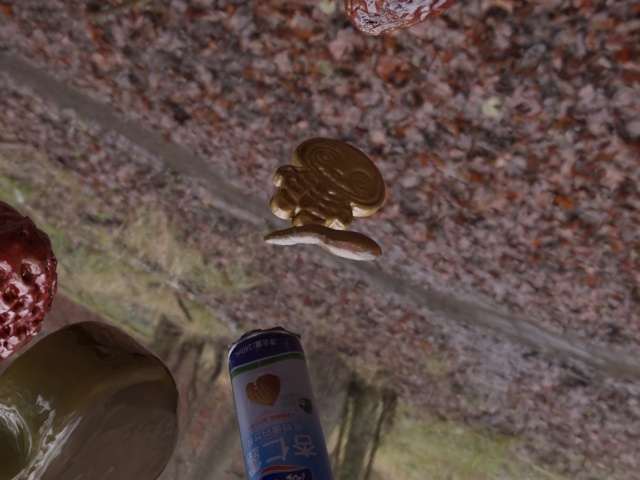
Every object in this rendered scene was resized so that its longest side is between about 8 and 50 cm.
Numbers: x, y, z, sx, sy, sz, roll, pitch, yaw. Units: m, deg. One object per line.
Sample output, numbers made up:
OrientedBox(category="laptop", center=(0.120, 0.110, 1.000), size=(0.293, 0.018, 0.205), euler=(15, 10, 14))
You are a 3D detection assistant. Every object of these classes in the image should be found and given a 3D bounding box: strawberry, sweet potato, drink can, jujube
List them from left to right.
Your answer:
OrientedBox(category="strawberry", center=(-0.542, 0.072, 1.295), size=(0.318, 0.295, 0.345), euler=(3, 173, -43))
OrientedBox(category="drink can", center=(-0.044, 0.218, 0.927), size=(0.097, 0.097, 0.235), euler=(43, -156, -46))
OrientedBox(category="sweet potato", center=(0.000, 0.000, 1.408), size=(0.214, 0.050, 0.050), euler=(10, 161, 16))
OrientedBox(category="jujube", center=(0.162, -0.490, 1.524), size=(0.197, 0.197, 0.290), euler=(34, 146, -21))

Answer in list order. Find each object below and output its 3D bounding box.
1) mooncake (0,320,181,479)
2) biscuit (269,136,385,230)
OrientedBox(category="mooncake", center=(-0.243, 0.195, 0.829), size=(0.117, 0.234, 0.235), euler=(31, 169, 25))
OrientedBox(category="biscuit", center=(0.014, -0.108, 1.581), size=(0.202, 0.289, 0.044), euler=(42, 131, 10))
